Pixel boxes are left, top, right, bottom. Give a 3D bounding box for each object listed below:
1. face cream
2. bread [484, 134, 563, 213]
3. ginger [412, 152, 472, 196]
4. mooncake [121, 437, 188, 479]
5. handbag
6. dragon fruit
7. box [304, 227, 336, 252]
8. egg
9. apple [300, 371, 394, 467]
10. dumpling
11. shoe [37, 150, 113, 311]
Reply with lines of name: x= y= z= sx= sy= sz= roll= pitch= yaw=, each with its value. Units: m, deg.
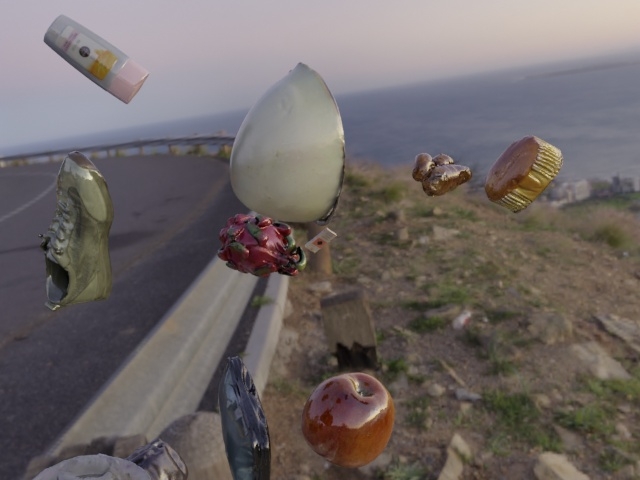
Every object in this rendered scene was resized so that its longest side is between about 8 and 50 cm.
face cream: x=-0.446 y=-0.361 z=1.329 sx=0.198 sy=0.084 sz=0.057 roll=34 pitch=1 yaw=-12
bread: x=0.495 y=-0.167 z=1.653 sx=0.114 sy=0.191 sz=0.132 roll=24 pitch=27 yaw=-19
ginger: x=0.250 y=-0.142 z=1.433 sx=0.103 sy=0.073 sz=0.162 roll=44 pitch=35 yaw=26
mooncake: x=-0.465 y=0.601 z=1.618 sx=0.283 sy=0.141 sz=0.283 roll=-33 pitch=0 yaw=0
handbag: x=-0.165 y=0.392 z=1.400 sx=0.074 sy=0.192 sz=0.332 roll=-3 pitch=24 yaw=-19
dragon fruit: x=-0.172 y=0.021 z=1.998 sx=0.272 sy=0.219 sz=0.198 roll=19 pitch=26 yaw=-2
box: x=0.000 y=0.000 z=1.865 sx=0.083 sy=0.012 sz=0.046 roll=-38 pitch=-40 yaw=18
egg: x=-0.072 y=-0.164 z=1.198 sx=0.174 sy=0.287 sz=0.264 roll=-6 pitch=37 yaw=-24
apple: x=0.075 y=0.461 z=1.752 sx=0.253 sy=0.254 sz=0.253 roll=-9 pitch=13 yaw=2
dumpling: x=-0.482 y=0.558 z=1.350 sx=0.292 sy=0.164 sz=0.204 roll=-26 pitch=23 yaw=-27
shoe: x=-0.381 y=-0.007 z=1.028 sx=0.103 sy=0.275 sz=0.098 roll=27 pitch=35 yaw=28
